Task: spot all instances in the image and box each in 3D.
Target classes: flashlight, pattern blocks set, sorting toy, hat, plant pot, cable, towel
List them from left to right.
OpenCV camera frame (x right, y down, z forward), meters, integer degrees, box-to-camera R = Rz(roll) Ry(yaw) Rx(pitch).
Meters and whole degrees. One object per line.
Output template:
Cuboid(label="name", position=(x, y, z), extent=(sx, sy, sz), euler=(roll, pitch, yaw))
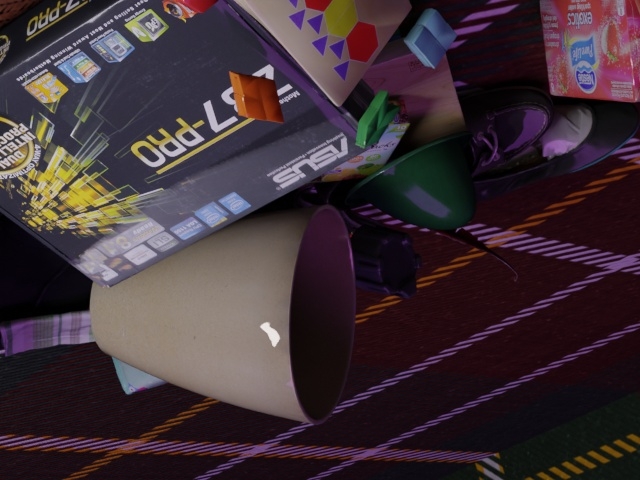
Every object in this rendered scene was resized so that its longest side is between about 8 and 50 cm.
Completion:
Cuboid(label="towel", position=(-0.359, 0.125, 1.960), extent=(0.152, 0.023, 0.113), euler=(-7, 162, -12))
Cuboid(label="plant pot", position=(-0.123, 0.082, 1.709), extent=(0.274, 0.256, 0.256), euler=(2, 162, 18))
Cuboid(label="flashlight", position=(0.000, 0.000, 1.913), extent=(0.103, 0.103, 0.304), euler=(11, 180, -40))
Cuboid(label="pattern blocks set", position=(0.001, -0.239, 1.397), extent=(0.285, 0.026, 0.325), euler=(-48, 127, -17))
Cuboid(label="cable", position=(0.029, -0.017, 2.114), extent=(0.140, 0.072, 0.287), euler=(-10, 158, 1))
Cuboid(label="sorting toy", position=(0.029, -0.175, 1.723), extent=(0.257, 0.089, 0.255), euler=(-17, 158, 6))
Cuboid(label="hat", position=(0.160, -0.018, 1.773), extent=(0.209, 0.183, 0.173), euler=(-23, 171, -27))

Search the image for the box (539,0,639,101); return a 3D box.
Cuboid(label="box", position=(0.353, -0.225, 1.610), extent=(0.128, 0.122, 0.257), euler=(-9, -171, -11))

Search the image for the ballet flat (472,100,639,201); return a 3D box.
Cuboid(label="ballet flat", position=(0.302, -0.130, 1.993), extent=(0.280, 0.095, 0.096), euler=(-26, 143, 27))

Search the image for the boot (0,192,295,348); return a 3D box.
Cuboid(label="boot", position=(-0.288, 0.028, 1.934), extent=(0.367, 0.146, 0.445), euler=(9, 146, -25))

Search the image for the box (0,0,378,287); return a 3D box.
Cuboid(label="box", position=(-0.188, -0.134, 1.517), extent=(0.395, 0.097, 0.318), euler=(-26, 135, 25))

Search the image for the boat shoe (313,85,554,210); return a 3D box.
Cuboid(label="boat shoe", position=(0.152, -0.111, 1.897), extent=(0.335, 0.095, 0.112), euler=(-15, 127, 5))

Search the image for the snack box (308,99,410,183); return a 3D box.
Cuboid(label="snack box", position=(0.037, -0.115, 1.699), extent=(0.100, 0.037, 0.141), euler=(-8, 158, -18))

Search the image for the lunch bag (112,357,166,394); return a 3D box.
Cuboid(label="lunch bag", position=(-0.165, 0.099, 2.129), extent=(0.223, 0.160, 0.262), euler=(-23, -178, 38))
